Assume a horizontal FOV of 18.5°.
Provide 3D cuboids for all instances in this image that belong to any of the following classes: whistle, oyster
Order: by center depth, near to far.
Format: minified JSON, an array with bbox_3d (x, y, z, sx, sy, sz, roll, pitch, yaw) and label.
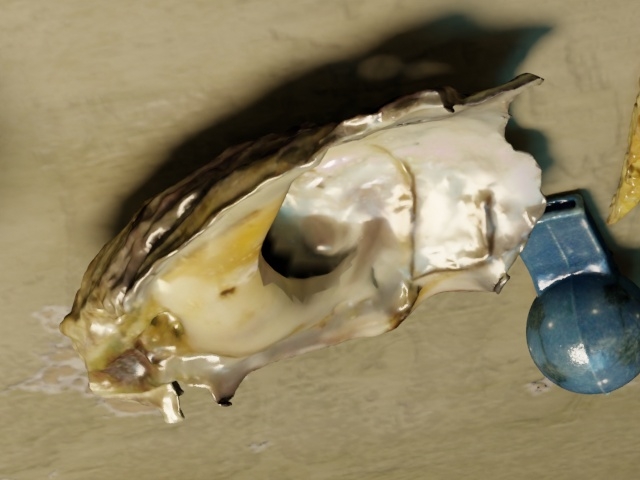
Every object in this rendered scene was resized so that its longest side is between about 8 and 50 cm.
[{"bbox_3d":[-0.002,-0.008,1.133,0.271,0.100,0.275,4,131,-16],"label":"oyster"},{"bbox_3d":[0.166,0.047,1.242,0.090,0.090,0.158,-17,144,16],"label":"whistle"}]

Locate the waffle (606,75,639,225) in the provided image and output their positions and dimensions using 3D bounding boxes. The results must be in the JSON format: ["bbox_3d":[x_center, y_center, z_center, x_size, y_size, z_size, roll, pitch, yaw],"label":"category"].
[{"bbox_3d":[0.182,-0.080,1.107,0.125,0.032,0.191,19,137,-33],"label":"waffle"}]
